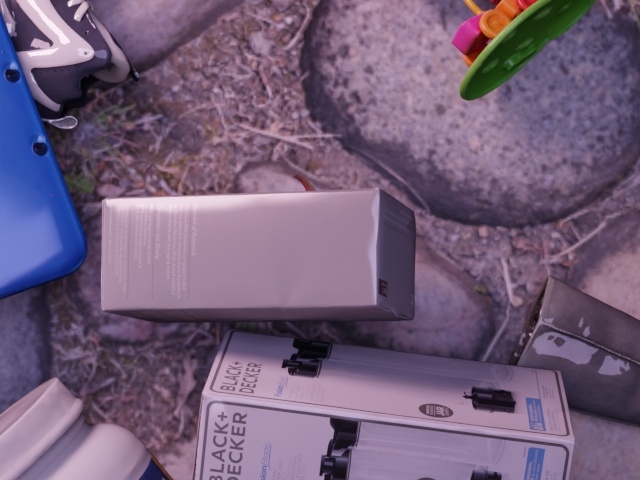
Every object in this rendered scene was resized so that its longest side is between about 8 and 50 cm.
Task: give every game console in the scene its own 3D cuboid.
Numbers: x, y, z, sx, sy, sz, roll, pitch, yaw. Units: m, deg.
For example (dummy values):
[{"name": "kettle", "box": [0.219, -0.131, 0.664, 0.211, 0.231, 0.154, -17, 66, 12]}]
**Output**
[{"name": "game console", "box": [-0.370, -0.057, 1.422, 0.173, 0.250, 0.293, -14, 81, -46]}]

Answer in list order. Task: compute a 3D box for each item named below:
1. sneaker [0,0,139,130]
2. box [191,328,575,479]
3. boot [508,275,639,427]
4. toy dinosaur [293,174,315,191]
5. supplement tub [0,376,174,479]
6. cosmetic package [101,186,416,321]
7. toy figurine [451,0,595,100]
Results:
[{"name": "sneaker", "box": [-0.210, -0.202, 1.458, 0.153, 0.094, 0.235, 25, 82, -1]}, {"name": "box", "box": [0.051, 0.153, 1.366, 0.290, 0.169, 0.087, 7, 106, 3]}, {"name": "boot", "box": [0.286, 0.083, 1.462, 0.208, 0.076, 0.190, 26, 80, 8]}, {"name": "toy dinosaur", "box": [0.000, 0.000, 1.479, 0.090, 0.047, 0.082, 30, 90, 35]}, {"name": "supplement tub", "box": [-0.175, 0.285, 1.301, 0.228, 0.228, 0.316, -40, 97, -7]}, {"name": "cosmetic package", "box": [-0.048, 0.016, 1.387, 0.238, 0.127, 0.107, -4, 81, 14]}, {"name": "toy figurine", "box": [0.136, -0.233, 1.481, 0.173, 0.130, 0.159, -34, 75, -29]}]
